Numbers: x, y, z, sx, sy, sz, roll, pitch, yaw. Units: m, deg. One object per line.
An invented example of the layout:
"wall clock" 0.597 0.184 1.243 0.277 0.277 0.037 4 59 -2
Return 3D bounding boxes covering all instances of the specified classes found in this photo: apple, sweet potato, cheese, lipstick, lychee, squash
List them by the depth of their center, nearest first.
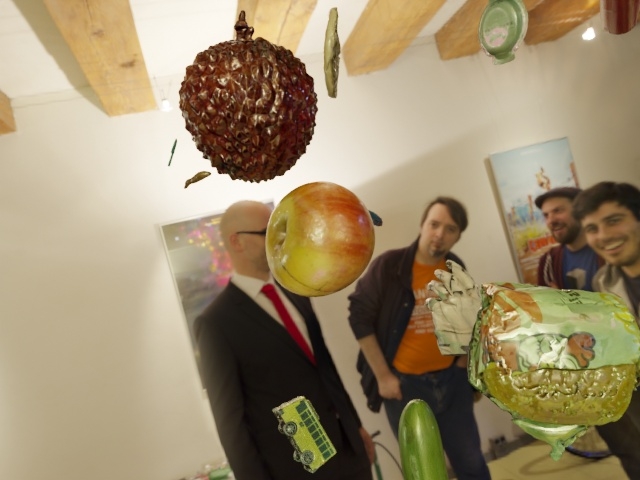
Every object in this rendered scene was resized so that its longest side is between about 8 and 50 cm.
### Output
"cheese" 0.223 -0.281 0.553 0.026 0.121 0.067 -14 13 -36
"squash" 0.194 0.435 0.812 0.082 0.293 0.082 -12 -2 0
"lipstick" 0.553 -0.455 0.827 0.073 0.073 0.279 -17 -4 32
"apple" 0.000 0.000 1.103 0.233 0.286 0.286 11 -16 -31
"sweet potato" -0.349 -0.173 1.256 0.115 0.026 0.026 -18 -3 31
"lychee" -0.217 -0.421 1.358 0.424 0.500 0.424 -9 14 2

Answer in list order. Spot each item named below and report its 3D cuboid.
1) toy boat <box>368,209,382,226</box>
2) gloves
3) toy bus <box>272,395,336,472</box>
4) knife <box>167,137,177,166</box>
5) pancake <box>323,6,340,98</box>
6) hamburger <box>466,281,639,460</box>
"toy boat" 0.148 -0.064 1.317 0.083 0.038 0.038 30 -16 -14
"gloves" 0.292 0.137 0.961 0.127 0.212 0.111 -1 -19 4
"toy bus" -0.044 0.494 1.161 0.101 0.175 0.088 -28 -9 -24
"knife" -0.456 -0.271 1.381 0.005 0.091 0.014 15 -3 31
"pancake" 0.040 -0.617 1.491 0.049 0.282 0.282 2 0 6
"hamburger" 0.307 0.173 0.597 0.214 0.235 0.125 9 -7 19
